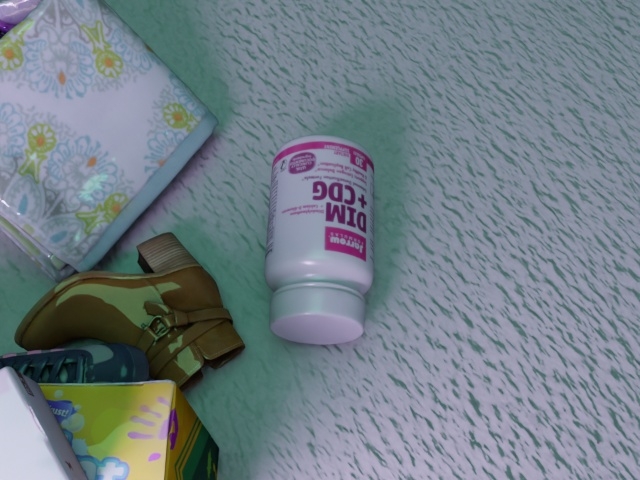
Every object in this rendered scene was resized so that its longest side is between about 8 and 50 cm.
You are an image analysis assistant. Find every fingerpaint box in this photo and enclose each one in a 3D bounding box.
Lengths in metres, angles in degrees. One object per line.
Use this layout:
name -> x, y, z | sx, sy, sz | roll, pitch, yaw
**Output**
fingerpaint box -> -0.359, 0.280, 0.797 | 0.445, 0.371, 0.163 | 0, 64, -1

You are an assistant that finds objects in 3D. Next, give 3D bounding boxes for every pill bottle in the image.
pill bottle -> 0.000, 0.000, 1.055 | 0.160, 0.160, 0.283 | 2, 64, 0

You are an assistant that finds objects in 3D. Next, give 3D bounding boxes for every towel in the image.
towel -> -0.377, -0.168, 1.077 | 0.320, 0.090, 0.374 | 47, 66, -23

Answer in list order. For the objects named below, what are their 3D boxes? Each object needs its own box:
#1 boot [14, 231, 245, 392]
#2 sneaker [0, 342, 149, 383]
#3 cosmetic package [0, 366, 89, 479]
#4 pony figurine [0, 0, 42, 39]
boot -> -0.270, 0.140, 1.027 | 0.283, 0.109, 0.220 | -29, 72, -22
sneaker -> -0.383, 0.193, 0.919 | 0.319, 0.131, 0.112 | -16, 62, 15
cosmetic package -> -0.321, 0.219, 0.577 | 0.231, 0.085, 0.117 | -31, 71, -15
pony figurine -> -0.559, -0.331, 1.133 | 0.303, 0.351, 0.363 | 9, 84, 21
